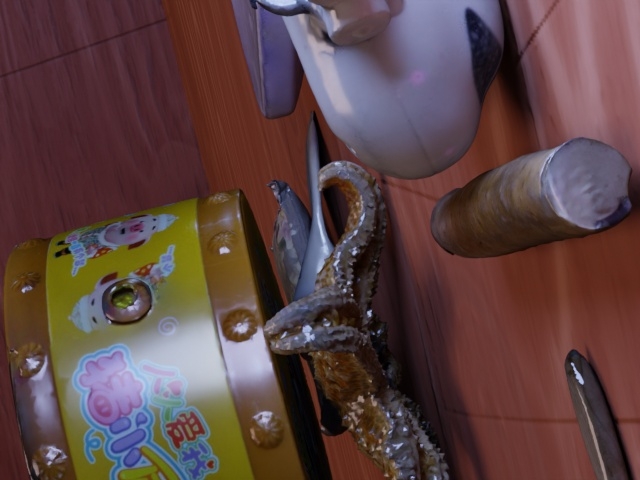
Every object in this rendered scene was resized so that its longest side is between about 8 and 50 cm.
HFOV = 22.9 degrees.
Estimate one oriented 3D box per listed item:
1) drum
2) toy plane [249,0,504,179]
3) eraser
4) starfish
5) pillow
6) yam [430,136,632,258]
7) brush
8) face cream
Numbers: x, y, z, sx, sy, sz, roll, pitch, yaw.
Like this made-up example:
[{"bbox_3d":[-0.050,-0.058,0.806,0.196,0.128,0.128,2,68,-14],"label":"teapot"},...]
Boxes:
[{"bbox_3d":[-0.116,0.172,1.388,0.431,0.214,0.431,-15,-90,-90],"label":"drum"},{"bbox_3d":[0.021,-0.150,0.815,0.252,0.118,0.252,-20,-90,-81],"label":"toy plane"},{"bbox_3d":[-0.041,-0.221,1.318,0.204,0.059,0.243,-123,22,-64],"label":"eraser"},{"bbox_3d":[0.028,0.096,1.245,0.303,0.113,0.312,-100,-6,-78],"label":"starfish"},{"bbox_3d":[-0.002,0.068,1.606,0.169,0.059,0.255,85,169,-57],"label":"pillow"},{"bbox_3d":[0.097,-0.016,0.789,0.264,0.046,0.046,157,98,-83],"label":"yam"},{"bbox_3d":[0.157,0.148,0.792,0.070,0.021,0.196,105,151,-76],"label":"brush"},{"bbox_3d":[0.000,0.000,1.485,0.114,0.070,0.224,93,169,-66],"label":"face cream"}]
